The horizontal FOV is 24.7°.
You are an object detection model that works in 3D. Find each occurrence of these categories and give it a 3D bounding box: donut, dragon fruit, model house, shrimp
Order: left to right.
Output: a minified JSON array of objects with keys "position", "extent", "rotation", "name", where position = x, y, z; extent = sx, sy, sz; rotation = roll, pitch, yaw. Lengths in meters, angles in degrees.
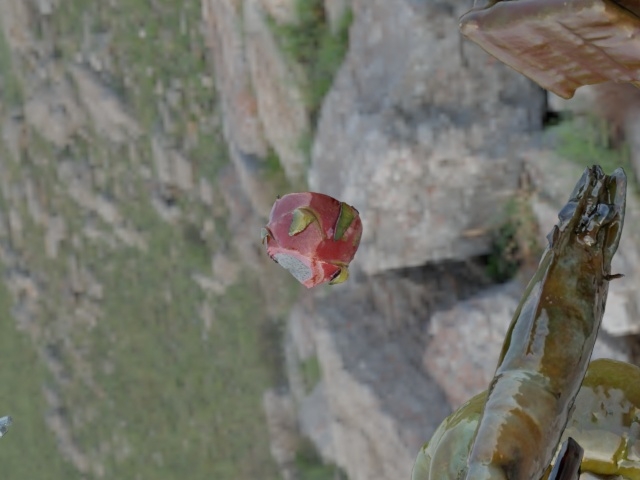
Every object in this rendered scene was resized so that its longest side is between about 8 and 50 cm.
[{"position":[0.000,0.000,1.160],"extent":[0.060,0.083,0.056],"rotation":[-21,37,41],"name":"dragon fruit"},{"position":[0.151,0.099,0.933],"extent":[0.296,0.058,0.169],"rotation":[-66,-29,-23],"name":"shrimp"},{"position":[0.262,0.291,1.486],"extent":[0.170,0.360,0.360],"rotation":[56,-155,-80],"name":"donut"},{"position":[0.259,-0.220,1.249],"extent":[0.229,0.199,0.219],"rotation":[-51,30,24],"name":"model house"}]

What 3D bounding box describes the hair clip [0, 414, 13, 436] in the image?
[{"position":[-0.252,0.159,0.989],"extent":[0.039,0.115,0.030],"rotation":[50,-169,-18],"name":"hair clip"}]
